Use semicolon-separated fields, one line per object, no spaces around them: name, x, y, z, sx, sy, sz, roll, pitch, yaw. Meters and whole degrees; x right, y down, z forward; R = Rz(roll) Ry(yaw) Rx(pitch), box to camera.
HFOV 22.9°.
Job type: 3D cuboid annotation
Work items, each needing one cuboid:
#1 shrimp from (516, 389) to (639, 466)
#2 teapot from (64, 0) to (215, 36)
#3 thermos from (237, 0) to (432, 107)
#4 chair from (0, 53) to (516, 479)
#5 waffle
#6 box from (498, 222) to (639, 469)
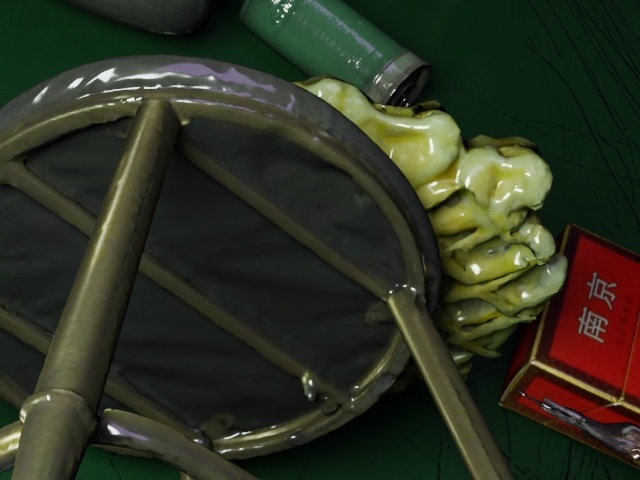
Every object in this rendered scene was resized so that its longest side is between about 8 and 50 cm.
shrimp;0.282;0.202;1.092;0.343;0.145;0.116;31;22;-3
teapot;-0.211;-0.265;1.209;0.285;0.223;0.305;11;41;-4
thermos;0.001;-0.176;1.316;0.188;0.073;0.083;40;50;12
chair;-0.079;0.142;0.800;0.365;0.362;0.410;35;33;-26
waffle;0.000;0.000;1.030;0.317;0.297;0.073;14;57;-1
box;0.268;0.103;1.202;0.240;0.074;0.153;25;52;-2
